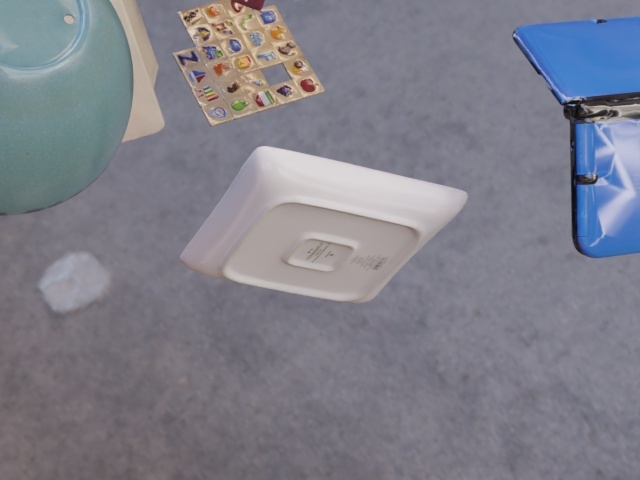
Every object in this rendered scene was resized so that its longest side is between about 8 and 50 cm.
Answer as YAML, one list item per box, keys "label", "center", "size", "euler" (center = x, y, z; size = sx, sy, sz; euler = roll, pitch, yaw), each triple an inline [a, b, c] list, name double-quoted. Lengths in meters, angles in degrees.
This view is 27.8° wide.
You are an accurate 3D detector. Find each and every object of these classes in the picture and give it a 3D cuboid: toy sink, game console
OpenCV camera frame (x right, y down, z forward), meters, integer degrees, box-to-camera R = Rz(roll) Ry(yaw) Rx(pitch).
- label: "toy sink"
  center: [-0.339, -0.277, 1.987]
  size: [0.153, 0.234, 0.131]
  euler: [-15, 25, 5]
- label: "game console"
  center: [0.386, -0.130, 1.491]
  size: [0.293, 0.250, 0.173]
  euler: [-7, 12, -17]

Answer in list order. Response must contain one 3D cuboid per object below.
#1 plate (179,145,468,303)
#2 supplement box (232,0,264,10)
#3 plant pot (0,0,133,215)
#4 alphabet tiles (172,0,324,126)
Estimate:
- label: "plate"
  center: [0.000, 0.000, 1.580]
  size: [0.277, 0.278, 0.045]
  euler: [130, 144, -50]
- label: "supplement box"
  center: [-0.153, -0.455, 1.919]
  size: [0.239, 0.073, 0.130]
  euler: [40, 110, 34]
- label: "plant pot"
  center: [-0.319, -0.191, 1.323]
  size: [0.290, 0.290, 0.195]
  euler: [-52, 6, -26]
- label: "alphabet tiles"
  center: [-0.132, -0.299, 2.085]
  size: [0.198, 0.009, 0.237]
  euler: [-19, 61, -18]
